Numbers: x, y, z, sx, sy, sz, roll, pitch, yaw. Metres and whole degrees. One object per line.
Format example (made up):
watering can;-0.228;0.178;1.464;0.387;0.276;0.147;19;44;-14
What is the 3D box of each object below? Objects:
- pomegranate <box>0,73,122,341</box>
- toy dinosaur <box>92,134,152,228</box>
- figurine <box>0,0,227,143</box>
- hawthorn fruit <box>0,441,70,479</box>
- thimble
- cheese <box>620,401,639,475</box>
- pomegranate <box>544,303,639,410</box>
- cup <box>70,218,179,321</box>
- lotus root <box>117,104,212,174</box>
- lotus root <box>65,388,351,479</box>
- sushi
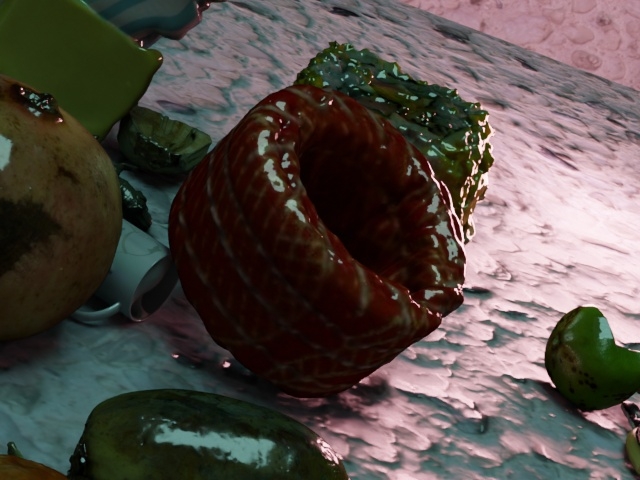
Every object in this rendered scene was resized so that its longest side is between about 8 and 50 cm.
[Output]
pomegranate;-0.374;-0.044;1.366;0.322;0.322;0.322;18;26;-9
toy dinosaur;-0.312;-0.068;1.677;0.187;0.087;0.179;18;24;-6
figurine;-0.345;-0.363;1.925;0.266;0.361;0.377;54;6;-27
hawthorn fruit;-0.263;0.243;1.073;0.165;0.165;0.285;21;8;-2
thimble;0.000;0.000;1.513;0.350;0.230;0.350;26;45;-29
cheese;0.441;0.268;1.685;0.086;0.036;0.162;13;27;-14
pomegranate;0.386;0.178;1.729;0.169;0.143;0.122;45;63;-19
cup;-0.257;0.031;1.512;0.133;0.099;0.136;33;26;19
lotus root;-0.248;-0.140;1.891;0.143;0.070;0.144;26;21;-6
lotus root;-0.100;0.224;1.198;0.275;0.152;0.160;17;17;-14
sushi;0.107;-0.134;1.968;0.351;0.240;0.396;23;22;3
